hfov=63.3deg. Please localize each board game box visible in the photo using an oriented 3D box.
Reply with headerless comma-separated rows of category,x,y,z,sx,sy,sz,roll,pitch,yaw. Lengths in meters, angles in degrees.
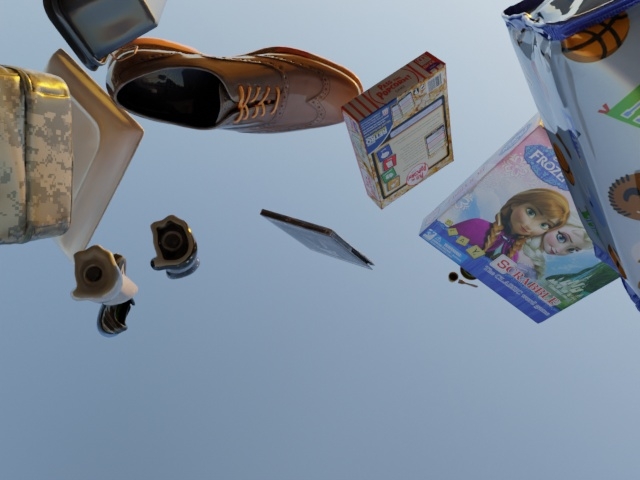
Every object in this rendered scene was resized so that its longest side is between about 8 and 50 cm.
board game box,0.120,-0.152,0.760,0.146,0.194,0.045,-34,-127,-7
board game box,0.404,-0.023,0.959,0.318,0.318,0.066,35,-137,-6

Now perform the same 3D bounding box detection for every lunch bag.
lunch bag,0.409,-0.142,0.438,0.385,0.328,0.239,-24,-158,17
lunch bag,-0.558,-0.141,0.816,0.212,0.306,0.256,13,-166,16

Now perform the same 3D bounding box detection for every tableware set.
tableware set,0.322,0.026,1.178,0.103,0.024,0.154,14,-110,10

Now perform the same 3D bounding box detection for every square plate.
square plate,-0.552,-0.183,1.107,0.347,0.344,0.049,43,-161,24

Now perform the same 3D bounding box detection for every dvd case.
dvd case,0.000,0.000,1.042,0.164,0.221,0.018,17,-101,31

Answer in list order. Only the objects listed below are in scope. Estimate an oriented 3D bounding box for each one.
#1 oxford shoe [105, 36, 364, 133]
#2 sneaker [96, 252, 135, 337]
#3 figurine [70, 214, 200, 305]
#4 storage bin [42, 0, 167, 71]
oxford shoe,-0.102,-0.192,0.718,0.363,0.130,0.133,-2,-146,-16
sneaker,-0.446,0.119,1.153,0.078,0.067,0.188,-12,-113,17
figurine,-0.322,0.056,0.940,0.214,0.209,0.093,-23,-101,-13
storage bin,-0.219,-0.256,0.569,0.090,0.098,0.135,-17,-137,12
